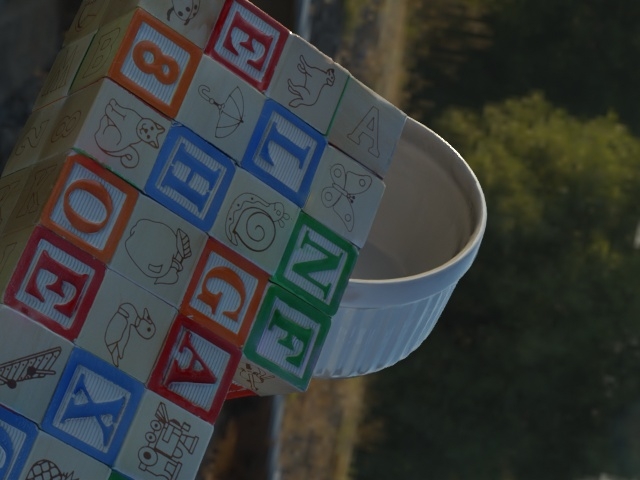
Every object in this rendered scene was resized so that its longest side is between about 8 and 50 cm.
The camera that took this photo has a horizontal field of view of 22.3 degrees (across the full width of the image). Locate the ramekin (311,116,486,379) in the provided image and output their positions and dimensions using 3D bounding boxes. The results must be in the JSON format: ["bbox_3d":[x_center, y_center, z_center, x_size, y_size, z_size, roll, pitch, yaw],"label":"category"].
[{"bbox_3d":[0.000,0.000,1.103,0.207,0.207,0.109,-68,175,-52],"label":"ramekin"}]

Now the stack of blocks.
[{"bbox_3d":[-0.086,0.022,0.832,0.087,0.171,0.297,-15,-132,53],"label":"stack of blocks"}]
